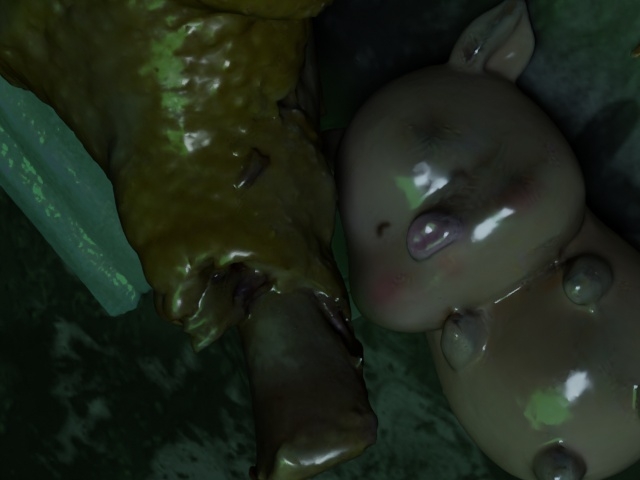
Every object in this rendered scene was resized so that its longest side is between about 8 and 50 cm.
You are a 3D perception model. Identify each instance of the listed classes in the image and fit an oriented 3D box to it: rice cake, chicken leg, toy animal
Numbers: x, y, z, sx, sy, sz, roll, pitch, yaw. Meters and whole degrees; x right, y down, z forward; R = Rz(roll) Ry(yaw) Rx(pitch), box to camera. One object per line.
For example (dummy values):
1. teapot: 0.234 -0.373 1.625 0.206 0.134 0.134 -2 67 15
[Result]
1. rice cake: -0.170 -0.067 1.242 0.237 0.043 0.127 50 131 -5
2. chicken leg: -0.054 -0.079 0.961 0.295 0.182 0.409 123 137 -52
3. toy animal: 0.104 0.014 1.046 0.166 0.154 0.250 -32 87 4

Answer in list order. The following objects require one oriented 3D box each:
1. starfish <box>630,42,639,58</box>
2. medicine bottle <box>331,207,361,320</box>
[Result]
1. starfish: 0.188 -0.179 0.931 0.213 0.057 0.238 25 129 27
2. medicine bottle: 0.000 0.000 1.164 0.058 0.058 0.091 7 122 29
